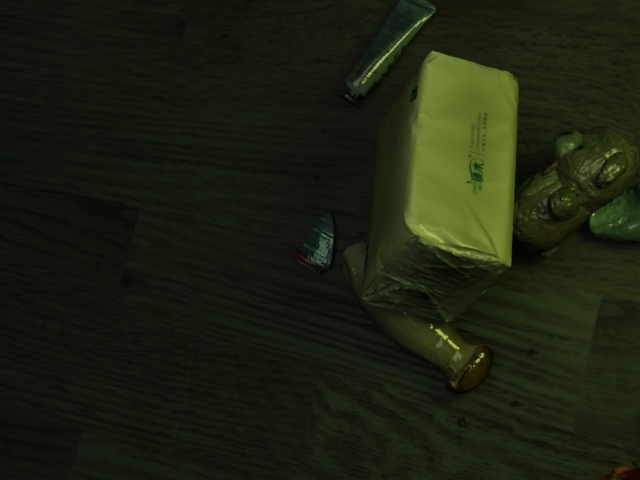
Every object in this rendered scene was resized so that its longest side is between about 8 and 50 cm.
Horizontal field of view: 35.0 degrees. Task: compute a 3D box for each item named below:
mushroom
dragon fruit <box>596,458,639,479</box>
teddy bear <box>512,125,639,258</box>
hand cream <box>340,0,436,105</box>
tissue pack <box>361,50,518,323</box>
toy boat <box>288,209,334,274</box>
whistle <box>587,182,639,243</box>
[{"bbox_3d":[0.172,0.140,1.889,0.350,0.128,0.128,43,97,14],"label":"mushroom"},{"bbox_3d":[0.517,0.457,1.607,0.305,0.305,0.225,-37,66,11],"label":"dragon fruit"},{"bbox_3d":[0.434,-0.093,1.793,0.151,0.236,0.267,38,119,-4],"label":"teddy bear"},{"bbox_3d":[0.129,-0.386,2.055,0.088,0.055,0.256,36,91,32],"label":"hand cream"},{"bbox_3d":[0.207,-0.086,1.770,0.207,0.297,0.380,13,61,-10],"label":"tissue pack"},{"bbox_3d":[0.000,-0.001,2.039,0.096,0.034,0.122,34,91,18],"label":"toy boat"},{"bbox_3d":[0.635,-0.065,1.755,0.348,0.189,0.189,-15,73,40],"label":"whistle"}]
